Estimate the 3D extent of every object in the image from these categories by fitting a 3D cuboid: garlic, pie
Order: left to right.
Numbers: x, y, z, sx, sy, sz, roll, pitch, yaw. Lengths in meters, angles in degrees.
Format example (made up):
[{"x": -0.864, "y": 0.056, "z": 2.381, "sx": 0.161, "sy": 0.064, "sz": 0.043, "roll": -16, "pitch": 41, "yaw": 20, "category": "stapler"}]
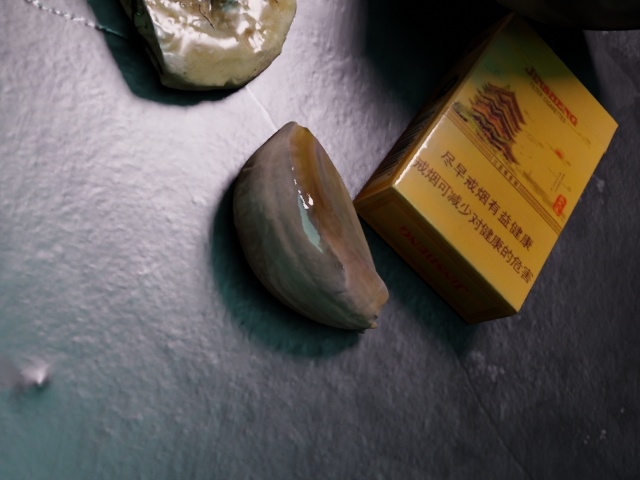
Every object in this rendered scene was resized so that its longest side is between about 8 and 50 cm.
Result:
[{"x": -0.103, "y": -0.240, "z": 0.722, "sx": 0.185, "sy": 0.052, "sz": 0.218, "roll": -29, "pitch": 94, "yaw": -38, "category": "pie"}, {"x": -0.012, "y": -0.002, "z": 0.691, "sx": 0.101, "sy": 0.087, "sz": 0.196, "roll": -27, "pitch": 88, "yaw": -45, "category": "garlic"}]

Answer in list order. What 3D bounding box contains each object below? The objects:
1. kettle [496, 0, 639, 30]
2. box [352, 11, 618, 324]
[{"x": 0.237, "y": -0.332, "z": 0.822, "sx": 0.324, "sy": 0.321, "sz": 0.228, "roll": -16, "pitch": 127, "yaw": -37, "category": "kettle"}, {"x": 0.173, "y": -0.076, "z": 0.822, "sx": 0.174, "sy": 0.076, "sz": 0.274, "roll": 44, "pitch": 60, "yaw": -14, "category": "box"}]
